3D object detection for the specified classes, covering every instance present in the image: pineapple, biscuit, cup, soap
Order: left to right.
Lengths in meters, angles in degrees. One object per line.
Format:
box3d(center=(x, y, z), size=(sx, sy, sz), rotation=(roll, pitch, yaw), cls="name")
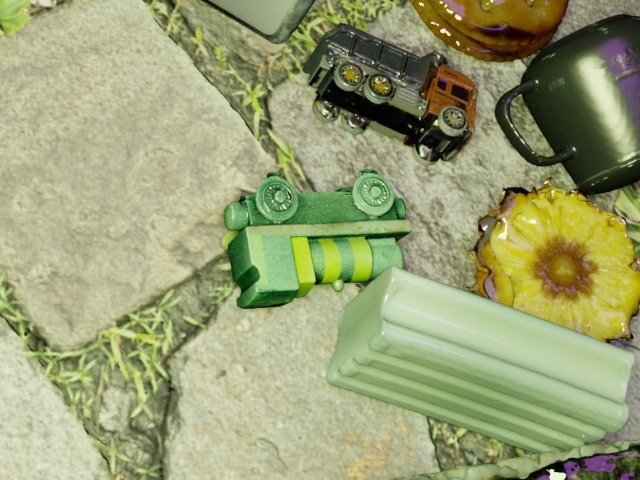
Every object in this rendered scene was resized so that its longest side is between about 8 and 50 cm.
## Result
box3d(center=(0.157, 0.125, 1.378), size=(0.265, 0.160, 0.088), rotation=(20, 63, -12), cls="soap")
box3d(center=(0.197, -0.315, 1.618), size=(0.220, 0.066, 0.221), rotation=(7, 68, -18), cls="biscuit")
box3d(center=(0.251, 0.037, 1.494), size=(0.224, 0.076, 0.225), rotation=(7, 65, -16), cls="pineapple")
box3d(center=(0.302, -0.140, 1.539), size=(0.223, 0.169, 0.177), rotation=(-22, 86, -21), cls="cup")

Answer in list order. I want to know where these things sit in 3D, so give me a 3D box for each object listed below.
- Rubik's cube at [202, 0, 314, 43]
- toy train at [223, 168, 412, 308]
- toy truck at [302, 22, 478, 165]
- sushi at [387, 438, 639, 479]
box3d(center=(-0.067, -0.448, 1.433), size=(0.316, 0.313, 0.318), rotation=(29, 64, -7), cls="Rubik's cube")
box3d(center=(0.000, 0.000, 1.412), size=(0.200, 0.083, 0.132), rotation=(-3, 74, -22), cls="toy train")
box3d(center=(0.077, -0.162, 1.504), size=(0.192, 0.083, 0.092), rotation=(23, 58, -10), cls="toy truck")
box3d(center=(0.196, 0.288, 1.307), size=(0.350, 0.211, 0.171), rotation=(-7, 77, -17), cls="sushi")
